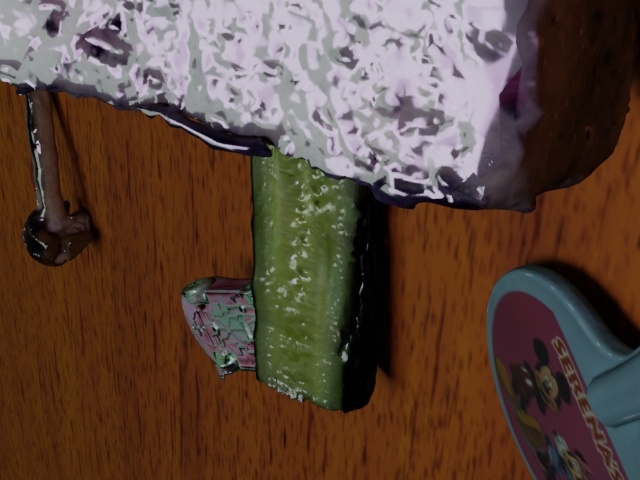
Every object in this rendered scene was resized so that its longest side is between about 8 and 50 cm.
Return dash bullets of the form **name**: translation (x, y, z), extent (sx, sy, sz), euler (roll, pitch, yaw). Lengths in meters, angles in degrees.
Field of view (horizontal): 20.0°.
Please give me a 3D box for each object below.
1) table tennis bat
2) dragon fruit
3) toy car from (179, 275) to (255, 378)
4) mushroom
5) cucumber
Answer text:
- **table tennis bat**: translation (0.133, 0.074, 0.840), extent (0.153, 0.040, 0.244), euler (67, 164, 7)
- **dragon fruit**: translation (-0.001, -0.155, 0.700), extent (0.283, 0.204, 0.221), euler (15, 117, 21)
- **toy car**: translation (-0.044, 0.054, 1.228), extent (0.142, 0.055, 0.069), euler (-2, 117, 58)
- **mushroom**: translation (-0.240, -0.068, 1.616), extent (0.060, 0.061, 0.187), euler (-146, 50, -67)
- **cucumber**: translation (0.003, -0.001, 1.062), extent (0.078, 0.062, 0.211), euler (18, 128, 21)
